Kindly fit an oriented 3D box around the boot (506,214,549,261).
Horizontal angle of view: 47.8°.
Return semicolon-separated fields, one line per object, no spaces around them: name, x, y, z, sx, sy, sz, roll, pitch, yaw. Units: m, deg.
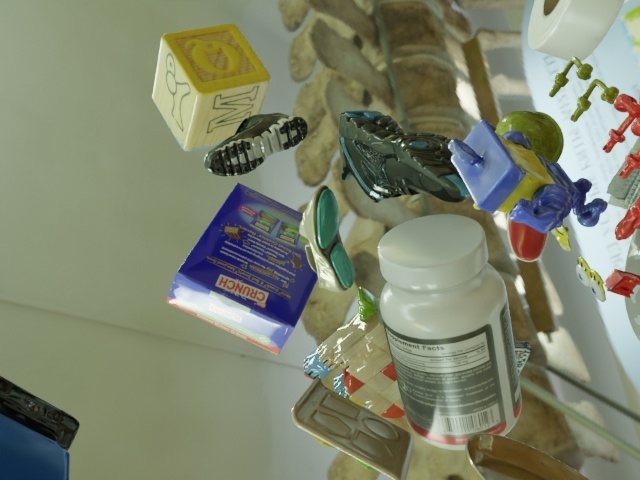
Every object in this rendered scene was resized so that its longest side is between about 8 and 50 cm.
boot;0.427;-0.073;1.469;0.176;0.088;0.244;-15;-71;-75

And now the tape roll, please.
tape roll;0.531;-0.516;1.478;0.100;0.286;0.286;17;-134;-3

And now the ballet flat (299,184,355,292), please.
ballet flat;0.000;0.000;1.377;0.086;0.086;0.249;-67;-30;-48

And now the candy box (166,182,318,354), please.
candy box;-0.139;0.055;1.581;0.268;0.122;0.317;26;-137;1

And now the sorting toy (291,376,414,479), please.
sorting toy;0.056;0.317;1.196;0.208;0.038;0.193;31;-169;8

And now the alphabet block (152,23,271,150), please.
alphabet block;-0.255;-0.352;1.663;0.193;0.197;0.192;-21;-113;-31

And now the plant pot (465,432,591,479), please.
plant pot;0.258;0.291;0.783;0.236;0.032;0.236;25;-171;-4

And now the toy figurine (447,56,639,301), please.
toy figurine;0.245;-0.112;0.858;0.217;0.191;0.363;14;-144;-22

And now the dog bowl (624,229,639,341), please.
dog bowl;0.577;0.041;1.020;0.348;0.102;0.349;-5;-78;-24

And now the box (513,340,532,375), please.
box;0.412;0.285;1.642;0.093;0.137;0.027;5;-146;-13

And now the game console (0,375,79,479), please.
game console;-0.390;0.195;0.696;0.293;0.250;0.173;55;-135;-47

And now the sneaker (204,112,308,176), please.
sneaker;-0.146;-0.203;1.493;0.234;0.106;0.078;-29;-50;-23

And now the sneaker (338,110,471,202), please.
sneaker;0.150;-0.126;1.284;0.125;0.140;0.341;-9;-152;-30

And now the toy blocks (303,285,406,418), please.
toy blocks;0.141;0.313;1.672;0.381;0.261;0.191;37;-157;-23

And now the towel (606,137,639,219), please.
towel;0.699;-0.067;1.323;0.056;0.324;0.312;-55;-20;-16

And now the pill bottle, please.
pill bottle;0.216;0.153;1.219;0.210;0.210;0.363;-55;-43;-52

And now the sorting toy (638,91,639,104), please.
sorting toy;0.782;-0.364;1.425;0.089;0.257;0.256;27;-112;-40
